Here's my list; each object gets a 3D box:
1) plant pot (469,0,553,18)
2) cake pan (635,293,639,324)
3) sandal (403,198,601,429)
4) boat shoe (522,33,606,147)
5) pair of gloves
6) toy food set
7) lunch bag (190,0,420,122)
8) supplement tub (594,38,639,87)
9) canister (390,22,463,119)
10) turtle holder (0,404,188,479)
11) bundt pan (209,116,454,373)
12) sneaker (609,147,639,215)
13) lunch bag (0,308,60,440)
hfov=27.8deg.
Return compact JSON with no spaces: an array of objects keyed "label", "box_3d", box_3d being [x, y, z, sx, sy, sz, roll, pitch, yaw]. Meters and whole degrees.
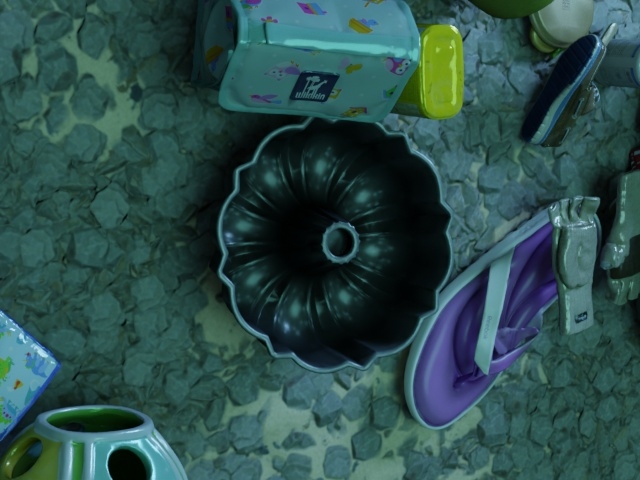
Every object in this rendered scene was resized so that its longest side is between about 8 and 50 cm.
[{"label":"plant pot","box_3d":[0.210,-0.433,1.653,0.275,0.275,0.293,-50,135,-13]},{"label":"cake pan","box_3d":[0.618,0.073,2.075,0.293,0.054,0.293,-6,102,-29]},{"label":"sandal","box_3d":[0.271,0.097,1.852,0.416,0.102,0.169,-49,118,-15]},{"label":"boat shoe","box_3d":[0.358,-0.211,1.835,0.066,0.066,0.183,15,127,-23]},{"label":"pair of gloves","box_3d":[0.409,0.013,1.888,0.240,0.042,0.204,-23,115,-41]},{"label":"toy food set","box_3d":[0.337,-0.333,1.855,0.192,0.038,0.132,48,68,-22]},{"label":"lunch bag","box_3d":[-0.023,-0.225,1.509,0.223,0.262,0.160,4,99,-17]},{"label":"supplement tub","box_3d":[0.453,-0.258,1.888,0.071,0.107,0.071,-6,103,-28]},{"label":"canister","box_3d":[0.110,-0.220,1.663,0.073,0.170,0.126,-9,104,-28]},{"label":"turtle holder","box_3d":[-0.303,0.315,1.497,0.320,0.243,0.227,4,99,-16]},{"label":"bundt pan","box_3d":[0.000,0.000,1.655,0.331,0.124,0.331,-1,93,-25]},{"label":"sneaker","box_3d":[0.481,-0.094,1.979,0.042,0.067,0.118,31,114,-32]},{"label":"lunch bag","box_3d":[-0.396,0.156,1.491,0.151,0.096,0.129,-45,117,-4]}]
